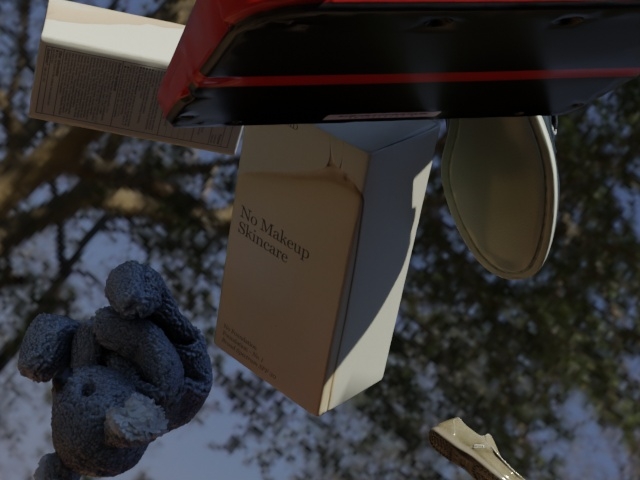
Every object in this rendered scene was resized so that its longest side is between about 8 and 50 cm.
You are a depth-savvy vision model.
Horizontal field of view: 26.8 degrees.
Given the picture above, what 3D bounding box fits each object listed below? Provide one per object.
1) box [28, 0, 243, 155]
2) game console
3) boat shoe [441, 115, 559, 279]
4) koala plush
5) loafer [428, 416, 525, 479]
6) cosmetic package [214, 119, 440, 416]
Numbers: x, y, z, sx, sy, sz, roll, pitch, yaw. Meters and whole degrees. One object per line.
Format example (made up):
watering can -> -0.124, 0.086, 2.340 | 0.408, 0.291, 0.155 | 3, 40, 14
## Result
box -> -0.258, -0.238, 1.966 | 0.311, 0.121, 0.148 | 11, -54, -13
game console -> 0.087, -0.153, 1.021 | 0.387, 0.060, 0.342 | -3, -7, -15
boat shoe -> 0.182, -0.133, 1.351 | 0.127, 0.113, 0.340 | -9, -74, 35
koala plush -> -0.224, 0.177, 1.463 | 0.196, 0.221, 0.203 | -32, -69, 23
loafer -> 0.203, 0.268, 1.657 | 0.148, 0.050, 0.056 | 37, -28, 15
cosmetic package -> 0.000, 0.000, 1.337 | 0.160, 0.113, 0.309 | 31, -52, 31
